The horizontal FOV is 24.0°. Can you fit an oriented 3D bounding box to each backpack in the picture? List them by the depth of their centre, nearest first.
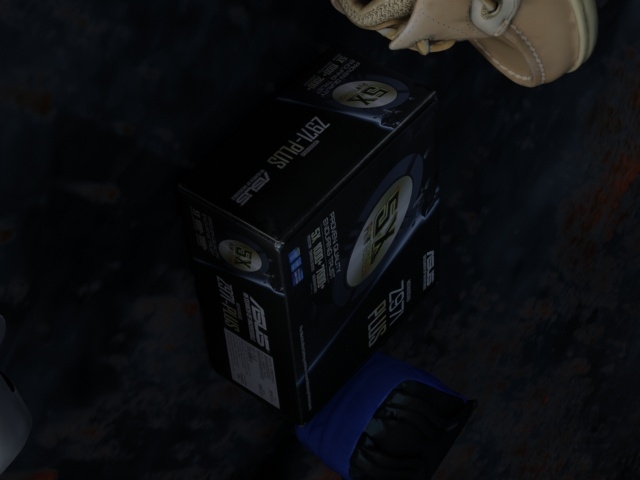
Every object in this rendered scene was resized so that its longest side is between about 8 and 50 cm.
[{"bbox_3d":[0.034,0.127,1.071,0.120,0.101,0.098,27,90,-59],"label":"backpack"}]

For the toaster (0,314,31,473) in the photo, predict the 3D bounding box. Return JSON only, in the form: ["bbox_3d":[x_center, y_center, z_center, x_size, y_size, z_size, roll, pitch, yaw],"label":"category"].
[{"bbox_3d":[-0.217,0.061,0.574,0.185,0.110,0.168,-47,149,-22],"label":"toaster"}]

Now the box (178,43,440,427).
[{"bbox_3d":[0.000,0.000,0.916,0.147,0.077,0.180,-44,149,-29],"label":"box"}]

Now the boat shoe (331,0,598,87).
[{"bbox_3d":[0.046,-0.161,0.807,0.110,0.122,0.341,-54,142,-2],"label":"boat shoe"}]
